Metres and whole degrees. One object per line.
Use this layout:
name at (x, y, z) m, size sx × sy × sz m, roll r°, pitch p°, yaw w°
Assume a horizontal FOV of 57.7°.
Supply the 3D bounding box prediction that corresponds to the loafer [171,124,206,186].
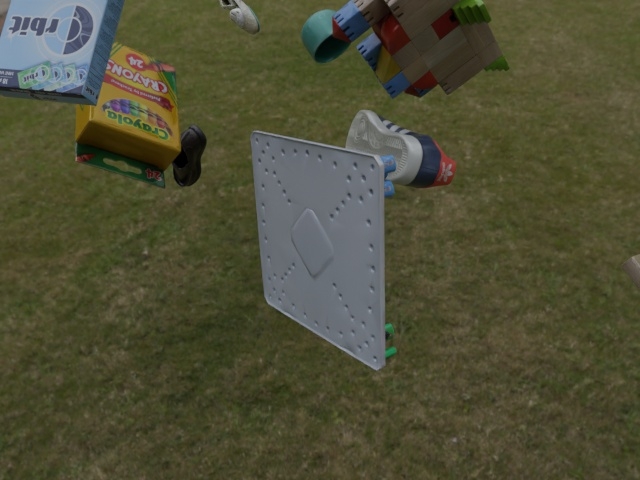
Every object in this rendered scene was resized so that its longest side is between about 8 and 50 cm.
loafer at (-0.356, -0.209, 1.495) m, size 0.080 × 0.220 × 0.078 m, roll 44°, pitch 55°, yaw 11°

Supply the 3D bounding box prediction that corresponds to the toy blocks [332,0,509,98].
toy blocks at (0.200, -0.418, 1.206) m, size 0.261 × 0.381 × 0.190 m, roll -36°, pitch 50°, yaw 16°

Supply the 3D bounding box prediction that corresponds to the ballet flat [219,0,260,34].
ballet flat at (-0.202, -0.544, 1.375) m, size 0.052 × 0.057 × 0.168 m, roll -21°, pitch 64°, yaw -25°

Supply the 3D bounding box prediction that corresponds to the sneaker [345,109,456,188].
sneaker at (0.168, -0.189, 1.260) m, size 0.148 × 0.131 × 0.350 m, roll 10°, pitch 22°, yaw -23°

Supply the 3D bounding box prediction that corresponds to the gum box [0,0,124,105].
gum box at (-0.373, -0.290, 0.825) m, size 0.157 × 0.041 × 0.184 m, roll 8°, pitch 80°, yaw 13°

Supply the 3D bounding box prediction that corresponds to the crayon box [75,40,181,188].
crayon box at (-0.412, -0.281, 1.253) m, size 0.202 × 0.081 × 0.318 m, roll 15°, pitch 50°, yaw -39°

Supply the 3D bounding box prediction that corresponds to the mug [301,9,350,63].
mug at (0.022, -0.576, 1.614) m, size 0.158 × 0.129 × 0.097 m, roll -23°, pitch 73°, yaw -37°

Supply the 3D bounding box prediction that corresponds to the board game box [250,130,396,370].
board game box at (0.000, 0.000, 1.118) m, size 0.050 × 0.390 × 0.390 m, roll -17°, pitch 25°, yaw -34°

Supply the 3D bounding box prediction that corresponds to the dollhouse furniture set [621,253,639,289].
dollhouse furniture set at (0.548, 0.105, 0.947) m, size 0.151 × 0.123 × 0.144 m, roll -11°, pitch 60°, yaw -33°
